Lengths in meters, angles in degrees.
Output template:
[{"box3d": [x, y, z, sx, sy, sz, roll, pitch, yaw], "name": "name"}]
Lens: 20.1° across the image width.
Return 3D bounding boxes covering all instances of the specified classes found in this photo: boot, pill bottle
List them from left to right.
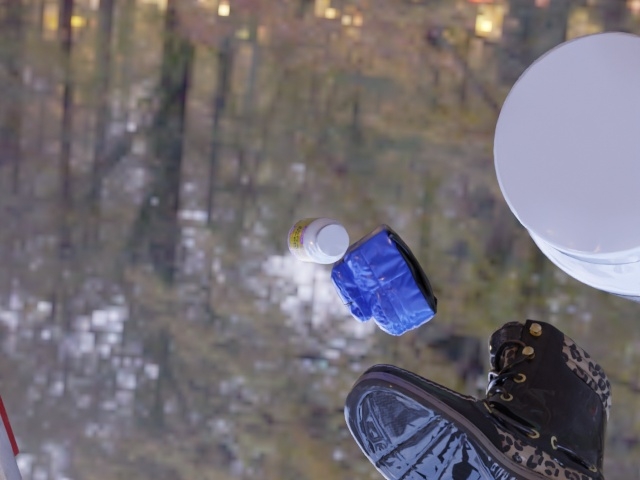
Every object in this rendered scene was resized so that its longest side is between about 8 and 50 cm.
[{"box3d": [0.000, 0.000, 1.686, 0.043, 0.043, 0.083, 2, 179, -17], "name": "pill bottle"}, {"box3d": [0.214, 0.210, 2.242, 0.377, 0.138, 0.284, 30, -142, -9], "name": "boot"}, {"box3d": [0.280, -0.053, 1.497, 0.210, 0.210, 0.363, 8, 176, 24], "name": "pill bottle"}]

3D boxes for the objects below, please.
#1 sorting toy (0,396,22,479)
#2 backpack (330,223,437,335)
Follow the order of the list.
[{"box3d": [-0.386, 0.258, 1.828, 0.257, 0.255, 0.089, -8, -163, 27], "name": "sorting toy"}, {"box3d": [0.075, 0.054, 2.095, 0.101, 0.120, 0.098, -34, -176, 9], "name": "backpack"}]
